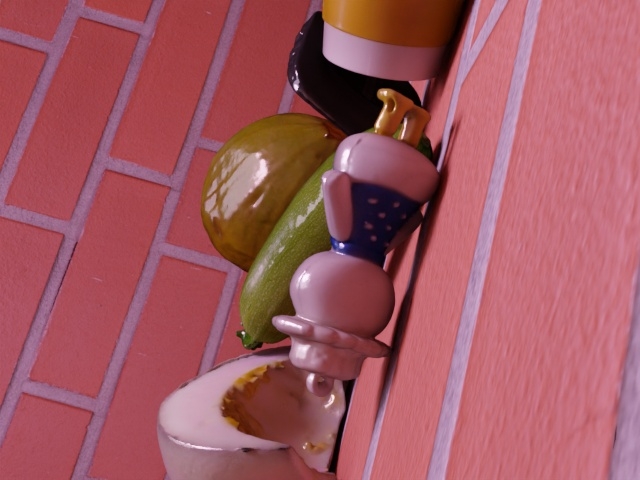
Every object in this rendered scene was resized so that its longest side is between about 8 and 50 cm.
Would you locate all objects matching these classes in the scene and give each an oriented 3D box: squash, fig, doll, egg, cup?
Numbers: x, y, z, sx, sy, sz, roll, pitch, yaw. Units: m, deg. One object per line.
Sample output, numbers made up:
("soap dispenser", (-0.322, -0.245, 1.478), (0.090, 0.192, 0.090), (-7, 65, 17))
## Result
("squash", (0.000, 0.000, 1.081), (0.395, 0.107, 0.107), (-53, 15, 38))
("fig", (-0.056, -0.093, 1.823), (0.343, 0.344, 0.343), (-164, 90, -88))
("doll", (0.038, 0.005, 0.891), (0.138, 0.119, 0.293), (21, -96, -48))
("egg", (-0.074, 0.246, 1.090), (0.271, 0.207, 0.161), (-72, -25, -73))
("cup", (0.097, -0.323, 1.113), (0.241, 0.186, 0.226), (-57, -20, -63))

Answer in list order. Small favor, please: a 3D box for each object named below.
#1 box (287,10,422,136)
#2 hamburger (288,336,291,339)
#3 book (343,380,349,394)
("box", (0.050, -0.195, 1.195), (0.042, 0.201, 0.212), (-45, 17, 35))
("hamburger", (0.021, 0.053, 1.269), (0.214, 0.108, 0.213), (-159, 90, -89))
("book", (0.000, 0.261, 1.271), (0.231, 0.026, 0.157), (109, 176, -66))
